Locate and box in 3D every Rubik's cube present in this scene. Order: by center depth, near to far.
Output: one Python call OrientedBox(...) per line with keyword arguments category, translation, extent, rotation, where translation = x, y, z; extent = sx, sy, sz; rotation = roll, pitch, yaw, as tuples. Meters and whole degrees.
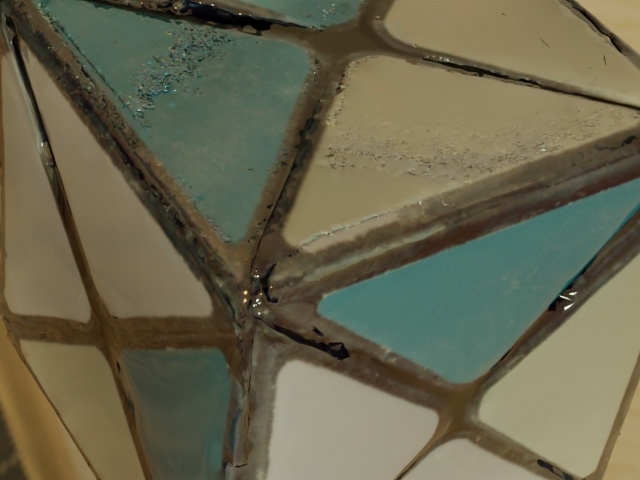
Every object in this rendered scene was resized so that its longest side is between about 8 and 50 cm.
OrientedBox(category="Rubik's cube", translation=(0.000, 0.000, 1.130), extent=(0.305, 0.307, 0.310), rotation=(-16, 140, -26))
